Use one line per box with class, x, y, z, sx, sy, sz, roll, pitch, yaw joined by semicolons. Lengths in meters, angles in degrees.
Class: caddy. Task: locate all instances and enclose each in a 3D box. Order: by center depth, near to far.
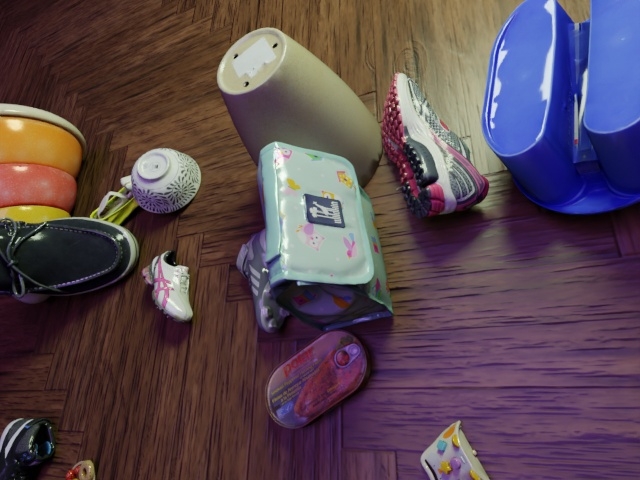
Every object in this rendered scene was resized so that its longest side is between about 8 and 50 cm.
caddy;0.377;-0.206;0.560;0.241;0.179;0.341;-5;65;49

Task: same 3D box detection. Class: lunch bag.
lunch bag;0.000;0.000;0.607;0.160;0.262;0.223;-17;61;20

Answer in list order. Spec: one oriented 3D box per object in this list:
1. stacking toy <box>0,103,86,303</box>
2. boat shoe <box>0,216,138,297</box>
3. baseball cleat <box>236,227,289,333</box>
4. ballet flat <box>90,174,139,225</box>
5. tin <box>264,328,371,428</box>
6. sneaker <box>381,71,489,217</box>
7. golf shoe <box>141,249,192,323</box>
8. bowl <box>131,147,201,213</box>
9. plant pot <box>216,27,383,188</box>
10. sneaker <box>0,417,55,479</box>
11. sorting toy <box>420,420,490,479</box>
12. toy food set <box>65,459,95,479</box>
stacking toy;-0.777;-0.072;1.050;0.350;0.350;0.480;-22;77;17
boat shoe;-0.673;0.041;0.889;0.500;0.156;0.187;0;94;-8
baseball cleat;-0.109;0.077;0.756;0.109;0.072;0.206;-19;56;34
ballet flat;-0.485;-0.115;1.012;0.231;0.077;0.077;-43;55;4
tin;-0.005;0.223;0.649;0.189;0.040;0.106;-37;61;8
sneaker;0.180;-0.167;0.690;0.112;0.121;0.299;-7;61;-8
golf shoe;-0.309;0.093;0.839;0.086;0.067;0.186;-45;56;2
bowl;-0.375;-0.157;0.939;0.170;0.080;0.170;-1;68;2
plant pot;-0.050;-0.226;0.723;0.256;0.274;0.257;-11;64;23
sneaker;-0.618;0.479;0.821;0.121;0.079;0.217;-15;62;22
sorting toy;0.172;0.298;0.530;0.075;0.045;0.083;-45;54;26
toy food set;-0.472;0.478;0.784;0.083;0.020;0.083;-19;62;18
